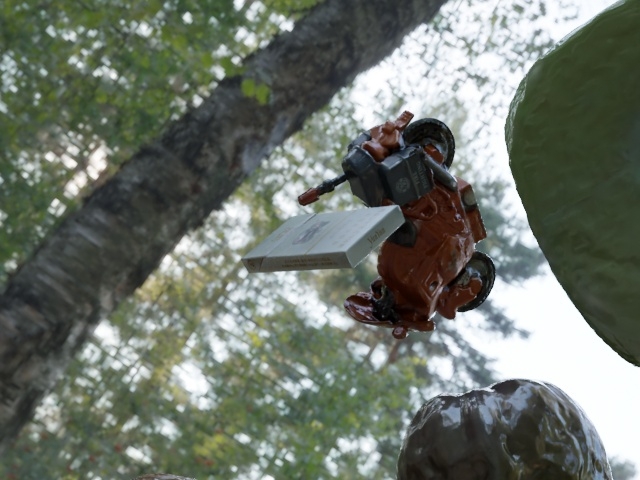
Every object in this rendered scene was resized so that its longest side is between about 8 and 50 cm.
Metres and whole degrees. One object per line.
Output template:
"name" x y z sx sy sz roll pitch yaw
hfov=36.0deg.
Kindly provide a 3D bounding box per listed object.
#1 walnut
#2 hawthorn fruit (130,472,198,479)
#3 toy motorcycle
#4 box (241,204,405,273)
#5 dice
"walnut" 0.210 0.280 1.142 0.248 0.248 0.248 27 -24 13
"hawthorn fruit" -0.181 0.406 1.174 0.258 0.261 0.258 34 -43 39
"toy motorcycle" 0.112 -0.002 1.305 0.148 0.221 0.326 40 -23 56
"box" 0.000 0.000 1.022 0.167 0.090 0.024 -4 -61 48
"dice" 0.313 -0.053 0.756 0.254 0.252 0.249 -31 -21 34
